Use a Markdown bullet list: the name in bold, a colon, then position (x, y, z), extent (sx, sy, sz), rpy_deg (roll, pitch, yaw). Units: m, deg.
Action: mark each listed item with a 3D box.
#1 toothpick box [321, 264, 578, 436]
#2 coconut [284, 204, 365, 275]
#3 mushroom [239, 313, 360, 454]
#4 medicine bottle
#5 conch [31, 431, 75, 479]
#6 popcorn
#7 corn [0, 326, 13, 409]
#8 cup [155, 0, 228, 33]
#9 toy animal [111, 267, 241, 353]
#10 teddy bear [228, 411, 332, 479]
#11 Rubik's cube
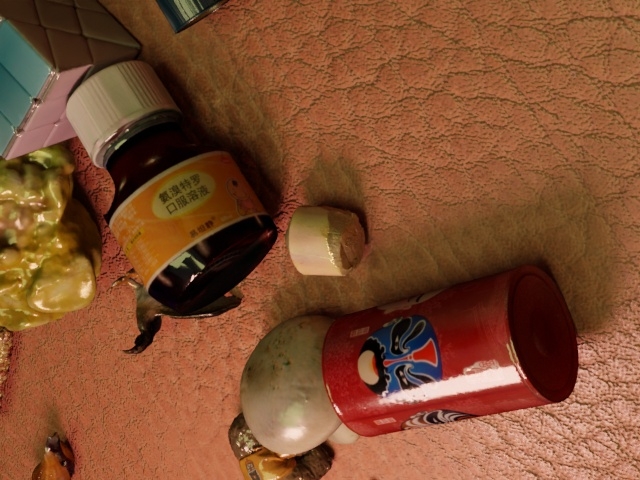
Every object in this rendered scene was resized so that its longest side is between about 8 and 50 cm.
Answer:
- **toothpick box**: position (0.190, 0.172, 1.560), extent (0.333, 0.204, 0.204), rpy_deg (-19, 99, 36)
- **coconut**: position (0.000, 0.000, 1.663), extent (0.122, 0.116, 0.116), rpy_deg (5, 112, 28)
- **mushroom**: position (-0.009, 0.253, 1.741), extent (0.243, 0.243, 0.243), rpy_deg (13, 116, 28)
- **medicine bottle**: position (-0.265, -0.095, 1.717), extent (0.395, 0.242, 0.242), rpy_deg (52, 128, 10)
- **conch**: position (-0.574, 0.494, 2.259), extent (0.080, 0.086, 0.232), rpy_deg (43, 128, 10)
- **popcorn**: position (-0.558, -0.008, 1.952), extent (0.293, 0.292, 0.334), rpy_deg (42, 156, 56)
- **corn**: position (-0.729, 0.294, 2.267), extent (0.098, 0.098, 0.290), rpy_deg (33, 124, 17)
- **cup**: position (-0.227, -0.406, 1.626), extent (0.150, 0.113, 0.138), rpy_deg (-23, 104, 44)
- **toy animal**: position (-0.316, 0.129, 1.885), extent (0.272, 0.197, 0.160), rpy_deg (-33, 87, 42)
- **teddy bear**: position (-0.095, 0.394, 1.887), extent (0.190, 0.140, 0.177), rpy_deg (55, 131, 12)
- **Rubik's cube**: position (-0.491, -0.307, 1.779), extent (0.231, 0.221, 0.224), rpy_deg (45, 126, 8)
